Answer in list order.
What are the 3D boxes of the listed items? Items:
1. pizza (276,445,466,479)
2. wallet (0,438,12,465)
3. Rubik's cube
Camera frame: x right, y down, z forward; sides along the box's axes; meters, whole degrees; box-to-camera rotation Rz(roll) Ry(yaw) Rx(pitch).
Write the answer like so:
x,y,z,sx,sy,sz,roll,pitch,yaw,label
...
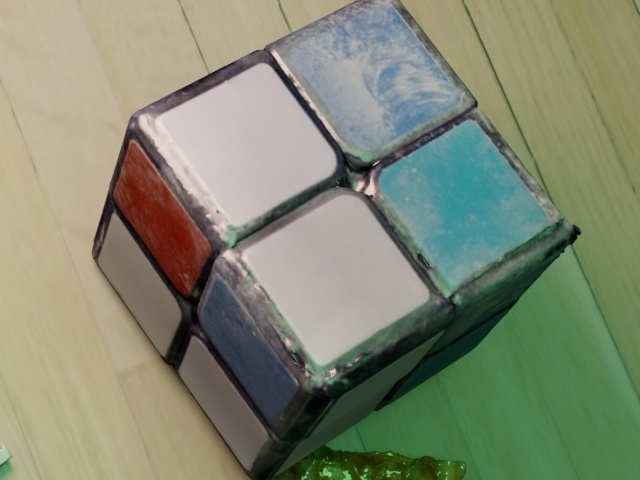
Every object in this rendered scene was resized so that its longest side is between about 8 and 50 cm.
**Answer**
x,y,z,sx,sy,sz,roll,pitch,yaw,label
0.027,0.283,1.680,0.292,0.058,0.197,-32,85,-24,pizza
-0.419,0.227,1.558,0.232,0.025,0.119,-37,89,-25,wallet
0.000,0.000,1.597,0.318,0.316,0.313,-30,77,-25,Rubik's cube
